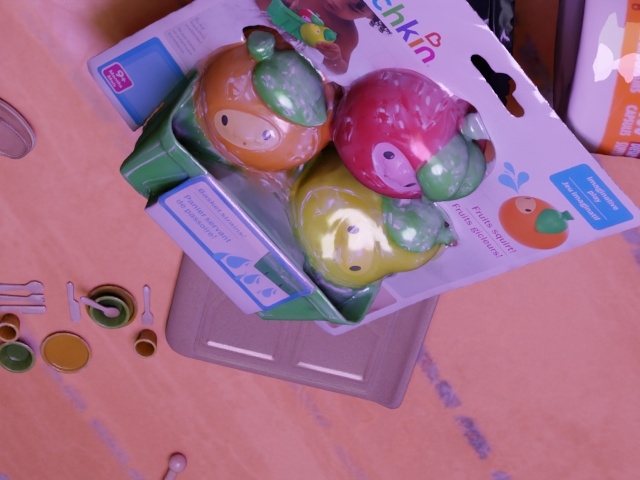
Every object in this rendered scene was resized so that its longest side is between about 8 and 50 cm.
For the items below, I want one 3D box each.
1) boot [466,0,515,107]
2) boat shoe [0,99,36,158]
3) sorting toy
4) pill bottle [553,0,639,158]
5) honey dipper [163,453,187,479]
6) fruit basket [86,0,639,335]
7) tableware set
[{"bbox_3d":[0.049,-0.212,1.519,0.207,0.094,0.246,-1,120,3],"label":"boot"},{"bbox_3d":[-0.307,-0.106,1.648,0.135,0.045,0.050,31,121,-15],"label":"boat shoe"},{"bbox_3d":[0.000,0.000,1.704,0.229,0.041,0.307,16,123,-1],"label":"sorting toy"},{"bbox_3d":[0.383,-0.156,1.453,0.392,0.224,0.224,6,124,1],"label":"pill bottle"},{"bbox_3d":[-0.168,0.271,1.899,0.030,0.030,0.160,22,121,-10],"label":"honey dipper"},{"bbox_3d":[0.020,-0.068,1.489,0.353,0.165,0.327,-17,123,48],"label":"fruit basket"},{"bbox_3d":[-0.227,0.087,1.784,0.154,0.024,0.104,1,124,3],"label":"tableware set"}]
